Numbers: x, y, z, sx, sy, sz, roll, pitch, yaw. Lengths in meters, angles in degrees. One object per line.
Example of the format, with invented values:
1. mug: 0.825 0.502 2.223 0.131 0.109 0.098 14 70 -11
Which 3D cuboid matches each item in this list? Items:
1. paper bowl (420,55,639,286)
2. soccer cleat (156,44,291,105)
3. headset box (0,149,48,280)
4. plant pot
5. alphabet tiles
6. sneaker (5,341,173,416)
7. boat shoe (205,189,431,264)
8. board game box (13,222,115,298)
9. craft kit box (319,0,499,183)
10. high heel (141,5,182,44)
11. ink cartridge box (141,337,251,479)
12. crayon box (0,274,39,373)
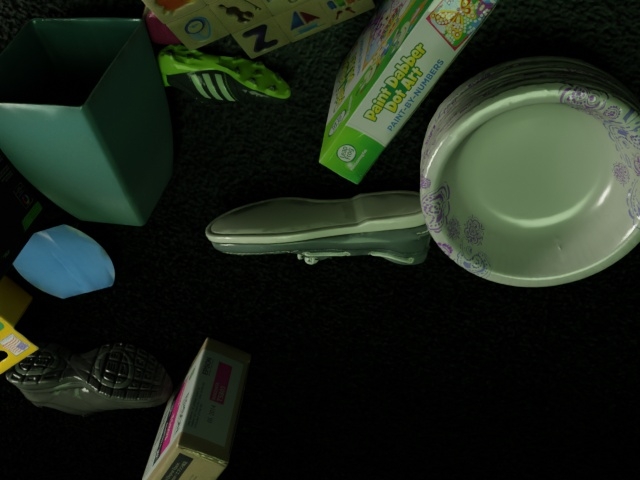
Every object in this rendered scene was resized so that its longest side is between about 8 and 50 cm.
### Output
1. paper bowl: 0.267 -0.092 0.956 0.284 0.148 0.284 3 126 4
2. soccer cleat: -0.126 -0.202 0.986 0.179 0.060 0.072 17 136 2
3. headset box: -0.528 -0.048 1.024 0.131 0.246 0.283 -14 122 17
4. plant pot: -0.286 -0.136 0.973 0.166 0.165 0.234 5 141 18
5. alphabet tiles: -0.074 -0.318 0.804 0.285 0.011 0.342 -19 154 16
6. sneaker: -0.389 0.249 1.323 0.286 0.109 0.130 6 136 11
7. boat shoe: 0.000 0.000 1.076 0.320 0.116 0.099 -5 121 5
8. board game box: -0.398 0.026 1.195 0.169 0.033 0.133 -14 128 23
9. craft kit box: 0.093 -0.219 0.825 0.061 0.250 0.246 27 123 -12
10. high heel: -0.178 -0.340 0.876 0.117 0.082 0.244 -6 138 0
11. ink cartridge box: -0.205 0.307 1.246 0.088 0.234 0.193 25 124 -12
12. crayon box: -0.624 0.091 1.237 0.203 0.083 0.323 -31 116 25
